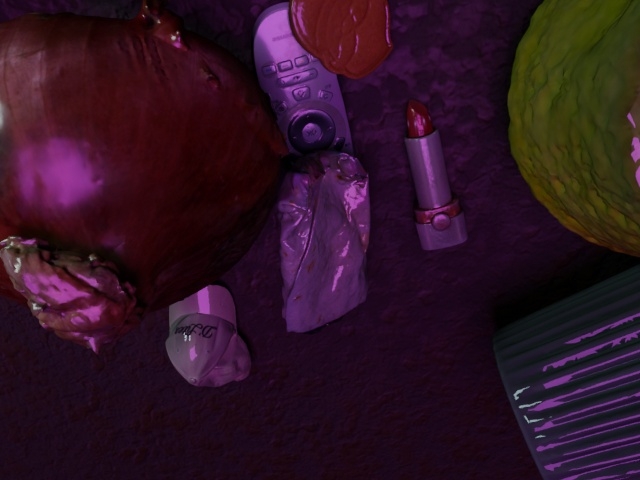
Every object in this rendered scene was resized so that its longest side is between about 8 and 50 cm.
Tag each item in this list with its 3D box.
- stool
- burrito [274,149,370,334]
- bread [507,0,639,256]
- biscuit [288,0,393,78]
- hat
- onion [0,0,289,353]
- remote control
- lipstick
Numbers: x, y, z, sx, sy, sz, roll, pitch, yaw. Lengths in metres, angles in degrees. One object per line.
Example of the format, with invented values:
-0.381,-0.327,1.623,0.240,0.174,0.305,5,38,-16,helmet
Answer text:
0.418,0.173,0.689,0.329,0.297,0.297,-25,114,19,stool
0.000,0.000,0.682,0.143,0.089,0.229,-28,131,-34,burrito
0.359,-0.137,0.491,0.347,0.308,0.349,1,98,9,bread
0.026,-0.234,0.597,0.130,0.019,0.102,26,94,-32,biscuit
-0.161,0.139,0.799,0.122,0.081,0.166,2,108,-2,hat
-0.208,-0.076,0.566,0.353,0.354,0.354,1,118,1,onion
-0.017,-0.148,0.658,0.097,0.045,0.256,-13,119,0,remote control
0.134,-0.082,0.683,0.063,0.057,0.186,-14,114,9,lipstick
